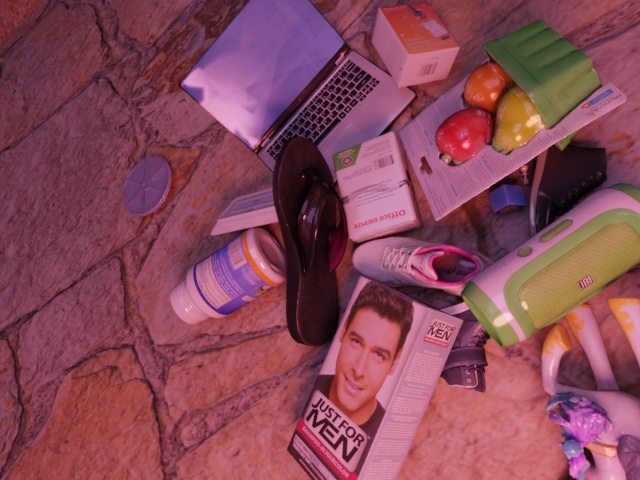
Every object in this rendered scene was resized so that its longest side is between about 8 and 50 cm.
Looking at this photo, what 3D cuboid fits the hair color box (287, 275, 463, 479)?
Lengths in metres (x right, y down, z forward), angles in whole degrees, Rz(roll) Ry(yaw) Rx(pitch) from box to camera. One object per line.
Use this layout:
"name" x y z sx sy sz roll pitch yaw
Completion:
"hair color box" 0.094 0.275 0.809 0.185 0.114 0.374 22 89 52

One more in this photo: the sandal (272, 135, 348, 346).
"sandal" 0.002 0.001 0.920 0.107 0.168 0.445 -2 95 43

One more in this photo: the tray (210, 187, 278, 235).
"tray" -0.150 -0.084 1.049 0.270 0.030 0.145 -9 37 37

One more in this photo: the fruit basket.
"fruit basket" 0.338 -0.235 0.859 0.353 0.165 0.327 -42 36 28

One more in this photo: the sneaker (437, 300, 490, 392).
"sneaker" 0.302 0.182 0.785 0.226 0.086 0.163 -28 52 27

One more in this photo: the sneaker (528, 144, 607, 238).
"sneaker" 0.454 -0.081 0.800 0.118 0.083 0.222 7 77 29

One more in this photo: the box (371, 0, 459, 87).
"box" 0.214 -0.455 1.005 0.130 0.091 0.170 -15 64 -13

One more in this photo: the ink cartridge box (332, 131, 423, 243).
"ink cartridge box" 0.126 -0.110 0.965 0.153 0.087 0.208 -16 73 22

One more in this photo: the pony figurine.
"pony figurine" 0.476 0.265 0.603 0.351 0.303 0.363 -16 67 57

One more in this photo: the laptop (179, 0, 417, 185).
"laptop" -0.061 -0.365 1.065 0.382 0.236 0.408 -46 60 8

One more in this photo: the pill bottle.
"pill bottle" -0.224 0.095 1.053 0.272 0.152 0.152 -32 63 16

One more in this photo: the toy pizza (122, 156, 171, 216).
"toy pizza" -0.540 -0.168 1.367 0.201 0.032 0.201 -8 72 24

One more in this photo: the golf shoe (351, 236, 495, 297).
"golf shoe" 0.192 0.040 0.866 0.306 0.140 0.115 6 79 30

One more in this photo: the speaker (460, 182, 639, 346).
"speaker" 0.377 0.041 0.686 0.296 0.131 0.131 -36 61 5

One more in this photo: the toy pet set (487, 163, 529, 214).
"toy pet set" 0.356 -0.111 0.870 0.122 0.065 0.114 -14 69 23
